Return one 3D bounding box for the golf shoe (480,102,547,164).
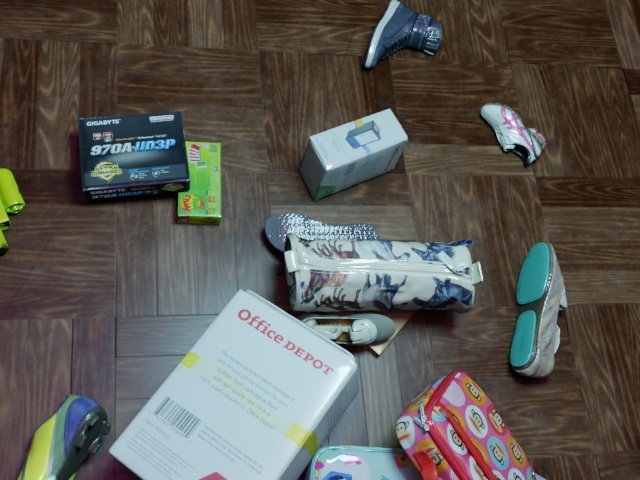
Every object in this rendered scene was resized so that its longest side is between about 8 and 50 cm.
[{"bbox_3d":[0.465,-0.265,1.927,0.186,0.067,0.086,39,66,5],"label":"golf shoe"}]

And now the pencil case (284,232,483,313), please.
[{"bbox_3d":[0.117,0.069,1.618,0.410,0.183,0.160,2,64,-11],"label":"pencil case"}]

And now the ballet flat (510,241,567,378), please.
[{"bbox_3d":[0.493,0.160,1.747,0.106,0.107,0.316,27,68,-23],"label":"ballet flat"}]

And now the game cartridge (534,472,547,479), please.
[{"bbox_3d":[0.449,0.668,1.531,0.230,0.068,0.355,27,64,4],"label":"game cartridge"}]

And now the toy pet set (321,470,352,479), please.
[{"bbox_3d":[0.026,0.482,1.407,0.122,0.065,0.114,-11,104,-10],"label":"toy pet set"}]

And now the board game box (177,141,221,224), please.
[{"bbox_3d":[-0.265,-0.126,1.714,0.092,0.043,0.181,1,67,-12],"label":"board game box"}]

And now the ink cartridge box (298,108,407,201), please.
[{"bbox_3d":[0.072,-0.191,1.757,0.212,0.154,0.093,-21,72,-19],"label":"ink cartridge box"}]

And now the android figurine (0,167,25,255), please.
[{"bbox_3d":[-0.736,-0.076,1.578,0.248,0.056,0.273,-24,75,-21],"label":"android figurine"}]

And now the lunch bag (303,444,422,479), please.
[{"bbox_3d":[0.105,0.511,1.489,0.279,0.108,0.224,7,65,-9],"label":"lunch bag"}]

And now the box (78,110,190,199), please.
[{"bbox_3d":[-0.394,-0.181,1.665,0.220,0.051,0.175,-6,67,-10],"label":"box"}]

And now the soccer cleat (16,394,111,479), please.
[{"bbox_3d":[-0.501,0.412,1.421,0.121,0.093,0.289,20,65,30],"label":"soccer cleat"}]

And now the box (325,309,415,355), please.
[{"bbox_3d":[0.123,0.128,1.706,0.164,0.021,0.201,40,64,6],"label":"box"}]

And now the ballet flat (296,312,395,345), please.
[{"bbox_3d":[0.050,0.189,1.618,0.213,0.068,0.072,3,105,2],"label":"ballet flat"}]

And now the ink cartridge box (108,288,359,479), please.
[{"bbox_3d":[-0.142,0.326,1.439,0.279,0.160,0.385,31,67,20],"label":"ink cartridge box"}]

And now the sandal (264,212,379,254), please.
[{"bbox_3d":[0.000,0.001,1.718,0.254,0.054,0.097,8,75,-10],"label":"sandal"}]

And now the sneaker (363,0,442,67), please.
[{"bbox_3d":[0.211,-0.493,1.956,0.163,0.086,0.226,27,63,2],"label":"sneaker"}]

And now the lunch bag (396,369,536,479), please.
[{"bbox_3d":[0.268,0.414,1.470,0.293,0.120,0.258,55,34,2],"label":"lunch bag"}]
